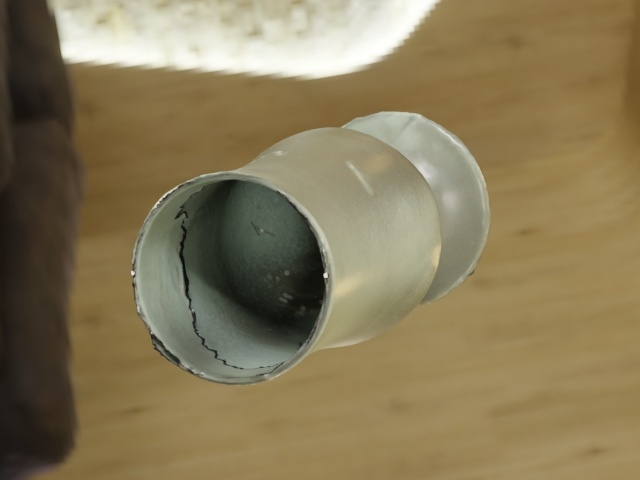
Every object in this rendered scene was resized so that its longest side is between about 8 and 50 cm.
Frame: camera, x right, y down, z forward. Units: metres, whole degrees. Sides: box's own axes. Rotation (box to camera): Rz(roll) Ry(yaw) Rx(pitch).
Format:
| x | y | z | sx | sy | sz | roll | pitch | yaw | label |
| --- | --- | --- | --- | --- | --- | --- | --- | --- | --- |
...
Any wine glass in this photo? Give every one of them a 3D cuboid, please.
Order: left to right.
| x | y | z | sx | sy | sz | roll | pitch | yaw | label |
| --- | --- | --- | --- | --- | --- | --- | --- | --- | --- |
| 0.000 | 0.000 | 0.889 | 0.231 | 0.103 | 0.103 | -21 | 103 | -68 | wine glass |
